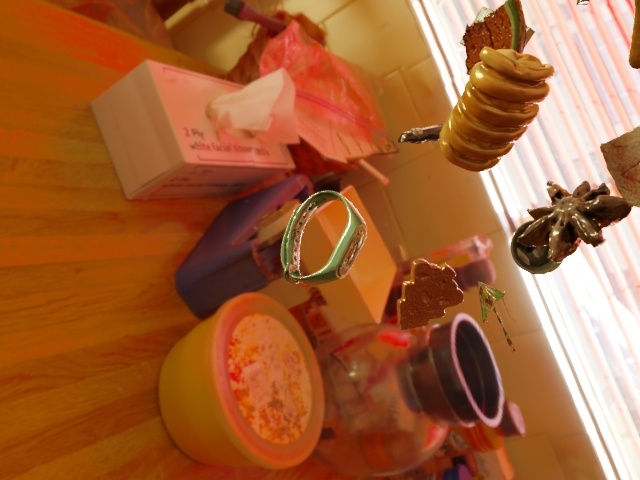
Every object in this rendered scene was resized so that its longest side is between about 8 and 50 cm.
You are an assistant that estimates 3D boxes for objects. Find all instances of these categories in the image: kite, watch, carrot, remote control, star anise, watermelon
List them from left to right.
[{"bbox_3d":[0.000,0.000,1.283,0.068,0.195,0.237,33,81,-55],"label":"watch"},{"bbox_3d":[0.381,-0.356,1.805,0.090,0.266,0.066,-168,-109,-78],"label":"remote control"},{"bbox_3d":[0.545,0.227,1.694,0.198,0.006,0.244,105,-31,-56],"label":"kite"},{"bbox_3d":[0.692,-0.044,1.468,0.139,0.316,0.359,38,30,-27],"label":"star anise"},{"bbox_3d":[1.047,-0.710,1.794,0.078,0.078,0.298,-64,143,-56],"label":"carrot"},{"bbox_3d":[0.727,-0.149,1.168,0.213,0.201,0.262,66,18,6],"label":"watermelon"}]

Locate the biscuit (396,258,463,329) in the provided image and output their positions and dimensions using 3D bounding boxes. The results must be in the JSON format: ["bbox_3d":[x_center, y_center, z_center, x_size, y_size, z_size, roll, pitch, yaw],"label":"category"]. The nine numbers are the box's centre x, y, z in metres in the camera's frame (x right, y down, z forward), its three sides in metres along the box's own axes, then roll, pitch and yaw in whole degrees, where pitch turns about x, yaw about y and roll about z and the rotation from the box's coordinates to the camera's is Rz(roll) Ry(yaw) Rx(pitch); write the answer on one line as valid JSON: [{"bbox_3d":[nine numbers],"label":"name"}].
[{"bbox_3d":[0.400,0.219,2.122,0.284,0.306,0.043,40,1,-23],"label":"biscuit"}]

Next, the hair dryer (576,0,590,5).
[{"bbox_3d":[0.657,-0.673,1.167,0.301,0.361,0.121,27,20,8],"label":"hair dryer"}]

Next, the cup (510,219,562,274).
[{"bbox_3d":[0.776,0.026,2.020,0.150,0.199,0.199,62,5,-87],"label":"cup"}]

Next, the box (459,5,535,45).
[{"bbox_3d":[0.534,-0.619,1.680,0.034,0.132,0.235,17,26,-35],"label":"box"}]

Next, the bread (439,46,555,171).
[{"bbox_3d":[0.382,-0.272,1.225,0.173,0.311,0.121,9,52,-7],"label":"bread"}]

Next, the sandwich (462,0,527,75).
[{"bbox_3d":[0.460,-0.492,1.432,0.079,0.159,0.235,-21,107,-50],"label":"sandwich"}]
